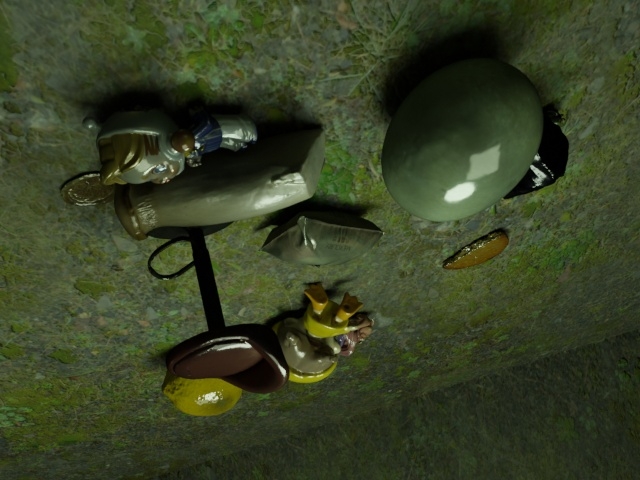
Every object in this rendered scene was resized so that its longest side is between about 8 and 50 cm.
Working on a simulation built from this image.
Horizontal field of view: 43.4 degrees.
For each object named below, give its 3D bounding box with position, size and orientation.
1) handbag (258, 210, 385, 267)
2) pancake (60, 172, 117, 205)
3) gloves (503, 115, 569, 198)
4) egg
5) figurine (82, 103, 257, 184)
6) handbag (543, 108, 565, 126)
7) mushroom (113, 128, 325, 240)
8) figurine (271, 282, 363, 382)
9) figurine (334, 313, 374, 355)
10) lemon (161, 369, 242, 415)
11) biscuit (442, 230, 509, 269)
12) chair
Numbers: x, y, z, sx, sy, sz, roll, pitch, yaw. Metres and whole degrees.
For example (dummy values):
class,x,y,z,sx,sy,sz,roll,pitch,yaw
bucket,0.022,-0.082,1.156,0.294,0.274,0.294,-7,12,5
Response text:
class,x,y,z,sx,sy,sz,roll,pitch,yaw
handbag,0.000,0.000,1.822,0.271,0.117,0.183,8,153,-43
pancake,-0.421,-0.093,1.484,0.115,0.011,0.115,-15,153,-8
gloves,0.375,-0.163,1.669,0.301,0.152,0.197,-20,124,44
egg,0.250,-0.176,1.447,0.259,0.258,0.352,0,148,-31
figurine,-0.236,-0.168,1.326,0.275,0.133,0.194,-17,179,-13
handbag,0.469,-0.239,1.696,0.072,0.047,0.111,-2,154,-28
mushroom,-0.173,-0.097,1.465,0.408,0.154,0.137,-17,138,-1
figurine,-0.025,0.262,2.269,0.187,0.215,0.343,-55,174,-47
figurine,0.094,0.280,2.444,0.157,0.126,0.114,-9,-164,-14
lemon,-0.333,0.410,2.338,0.260,0.204,0.204,-4,152,-33
biscuit,0.445,0.032,2.256,0.206,0.025,0.126,-33,150,32
chair,-0.212,0.110,1.574,0.227,0.400,0.226,-15,156,-7
